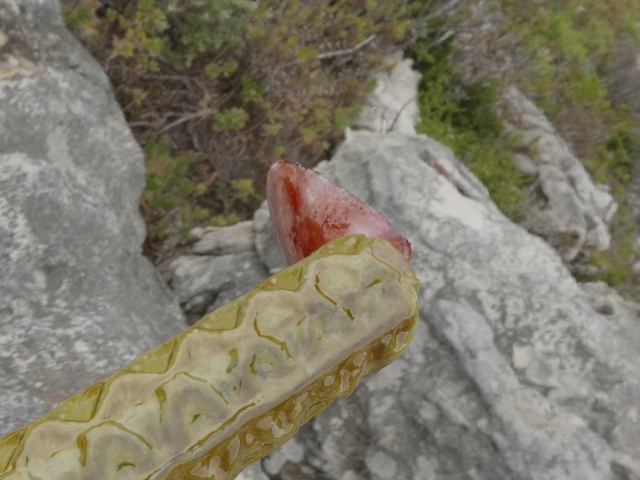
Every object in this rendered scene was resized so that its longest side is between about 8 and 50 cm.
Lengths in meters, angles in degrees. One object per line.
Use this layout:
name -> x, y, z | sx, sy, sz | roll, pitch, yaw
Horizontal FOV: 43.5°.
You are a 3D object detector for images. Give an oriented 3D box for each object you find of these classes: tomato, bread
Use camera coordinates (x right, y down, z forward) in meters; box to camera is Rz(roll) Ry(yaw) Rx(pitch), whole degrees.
tomato -> 0.000, 0.000, 0.875 | 0.189, 0.173, 0.099 | 31, 78, 12
bread -> -0.087, 0.103, 0.407 | 0.367, 0.077, 0.084 | -31, 88, -29
